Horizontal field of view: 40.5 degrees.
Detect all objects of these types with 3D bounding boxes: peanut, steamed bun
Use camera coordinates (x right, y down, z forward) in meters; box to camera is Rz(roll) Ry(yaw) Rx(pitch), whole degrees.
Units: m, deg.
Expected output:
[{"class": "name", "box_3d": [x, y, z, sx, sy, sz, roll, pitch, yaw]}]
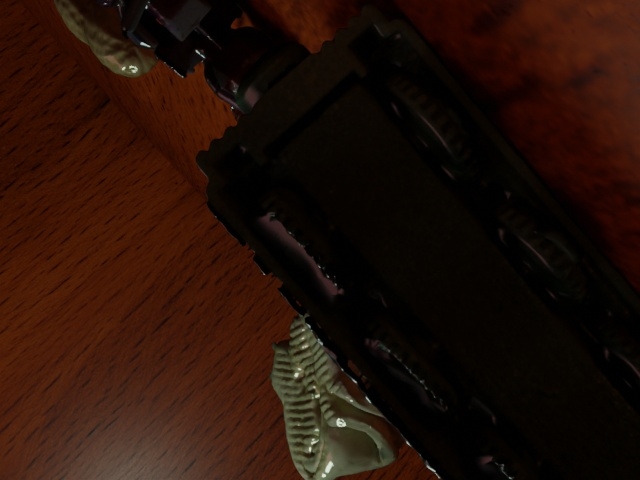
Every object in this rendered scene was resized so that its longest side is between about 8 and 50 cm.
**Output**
[{"class": "peanut", "box_3d": [-0.261, -0.265, 1.041, 0.187, 0.082, 0.082, 44, 173, 31]}, {"class": "steamed bun", "box_3d": [0.060, 0.229, 1.346, 0.280, 0.207, 0.268, -115, 32, -43]}]

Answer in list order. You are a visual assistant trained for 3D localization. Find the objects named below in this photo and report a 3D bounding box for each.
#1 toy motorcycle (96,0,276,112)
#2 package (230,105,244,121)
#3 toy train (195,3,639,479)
[{"class": "toy motorcycle", "box_3d": [-0.088, -0.157, 0.600, 0.213, 0.082, 0.122, 40, -174, -21]}, {"class": "package", "box_3d": [-0.049, -0.098, 0.875, 0.110, 0.033, 0.077, 41, 163, 10]}, {"class": "toy train", "box_3d": [0.069, 0.031, 0.495, 0.330, 0.138, 0.178, 49, 177, -8]}]
